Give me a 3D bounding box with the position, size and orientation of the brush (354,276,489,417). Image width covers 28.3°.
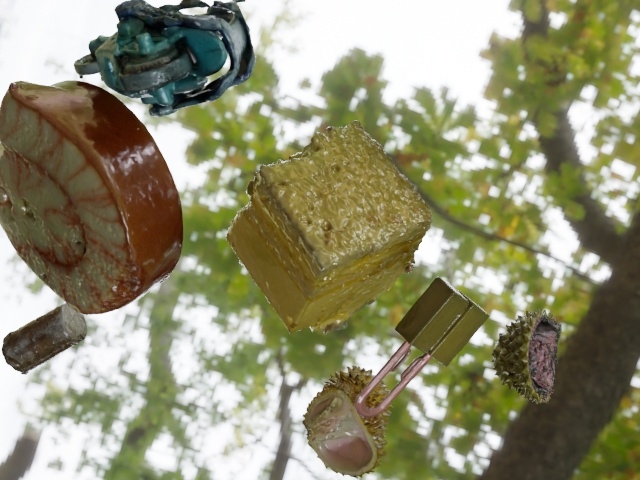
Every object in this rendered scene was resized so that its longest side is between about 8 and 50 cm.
[{"bbox_3d":[0.135,0.169,1.839,0.233,0.103,0.047,-51,-138,5],"label":"brush"}]

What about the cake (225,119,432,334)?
[{"bbox_3d":[0.000,0.000,1.988,0.227,0.222,0.286,55,-32,21],"label":"cake"}]

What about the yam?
[{"bbox_3d":[-0.463,0.165,2.125,0.141,0.079,0.079,-28,-147,18],"label":"yam"}]

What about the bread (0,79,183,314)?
[{"bbox_3d":[-0.321,-0.049,1.712,0.114,0.295,0.328,-36,164,-38],"label":"bread"}]

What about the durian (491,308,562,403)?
[{"bbox_3d":[0.329,0.188,2.133,0.108,0.119,0.187,-12,-137,34],"label":"durian"}]

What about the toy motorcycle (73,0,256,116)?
[{"bbox_3d":[-0.194,-0.245,1.628,0.260,0.206,0.154,25,-42,59],"label":"toy motorcycle"}]

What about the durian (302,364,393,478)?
[{"bbox_3d":[0.065,0.347,2.457,0.138,0.183,0.250,-50,176,-46],"label":"durian"}]
